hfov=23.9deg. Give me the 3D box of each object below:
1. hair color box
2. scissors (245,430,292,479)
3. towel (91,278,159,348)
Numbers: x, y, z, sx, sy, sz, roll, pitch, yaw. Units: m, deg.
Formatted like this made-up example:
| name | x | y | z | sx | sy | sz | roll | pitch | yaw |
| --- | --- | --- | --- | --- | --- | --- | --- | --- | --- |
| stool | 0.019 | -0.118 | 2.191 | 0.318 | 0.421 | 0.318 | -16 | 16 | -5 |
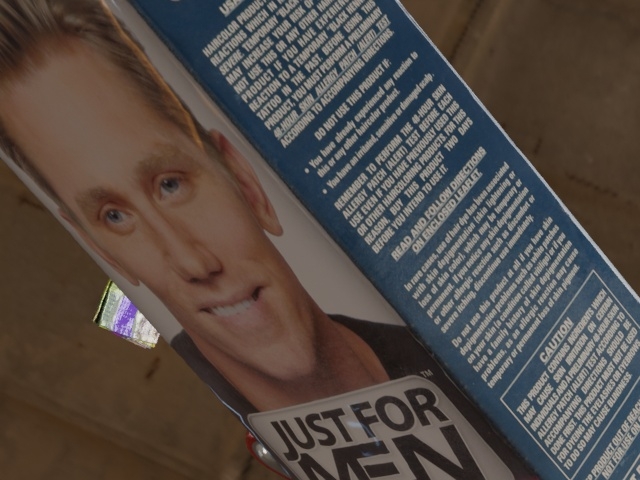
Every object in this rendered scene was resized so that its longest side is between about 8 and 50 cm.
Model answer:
| name | x | y | z | sx | sy | sz | roll | pitch | yaw |
| --- | --- | --- | --- | --- | --- | --- | --- | --- | --- |
| hair color box | 0.000 | 0.000 | 0.652 | 0.347 | 0.174 | 0.105 | 49 | -123 | -12 |
| scissors | 0.091 | 0.166 | 0.942 | 0.297 | 0.109 | 0.021 | 22 | -126 | 7 |
| towel | -0.144 | 0.049 | 1.192 | 0.009 | 0.083 | 0.060 | 18 | -99 | 31 |
